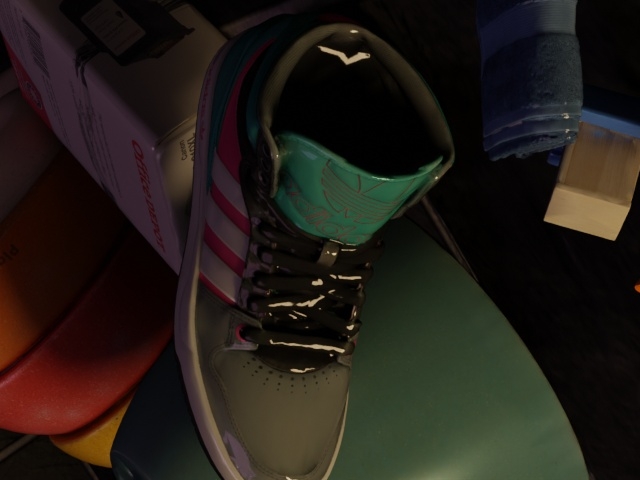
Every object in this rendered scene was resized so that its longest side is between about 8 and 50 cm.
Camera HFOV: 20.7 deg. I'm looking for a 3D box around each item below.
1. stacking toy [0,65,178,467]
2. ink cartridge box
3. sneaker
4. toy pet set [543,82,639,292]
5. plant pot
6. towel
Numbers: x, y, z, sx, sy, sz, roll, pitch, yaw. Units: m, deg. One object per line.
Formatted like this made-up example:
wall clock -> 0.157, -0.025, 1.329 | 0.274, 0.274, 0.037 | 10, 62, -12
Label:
stacking toy -> -0.198, 0.097, 1.609 | 0.480, 0.350, 0.350 | 46, 166, -20
ink cartridge box -> -0.139, -0.113, 1.310 | 0.237, 0.100, 0.172 | 46, 160, 29
sneaker -> 0.000, 0.000, 1.002 | 0.178, 0.124, 0.295 | 156, 115, -65
toy pet set -> 0.160, -0.026, 0.800 | 0.114, 0.065, 0.122 | 16, 158, 5
plant pot -> 0.001, 0.153, 1.205 | 0.293, 0.235, 0.293 | 48, 161, 22
towel -> 0.089, -0.097, 0.769 | 0.067, 0.029, 0.119 | 161, 109, -69
